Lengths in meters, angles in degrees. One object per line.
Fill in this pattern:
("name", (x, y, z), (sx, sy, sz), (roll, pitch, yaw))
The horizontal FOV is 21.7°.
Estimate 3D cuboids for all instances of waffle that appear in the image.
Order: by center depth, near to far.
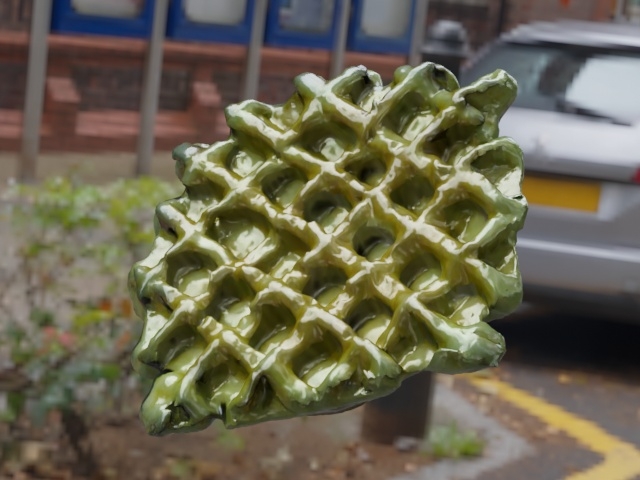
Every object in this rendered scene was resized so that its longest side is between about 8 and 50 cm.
("waffle", (0.001, 0.001, 0.839), (0.223, 0.204, 0.054), (-14, -37, 22))
